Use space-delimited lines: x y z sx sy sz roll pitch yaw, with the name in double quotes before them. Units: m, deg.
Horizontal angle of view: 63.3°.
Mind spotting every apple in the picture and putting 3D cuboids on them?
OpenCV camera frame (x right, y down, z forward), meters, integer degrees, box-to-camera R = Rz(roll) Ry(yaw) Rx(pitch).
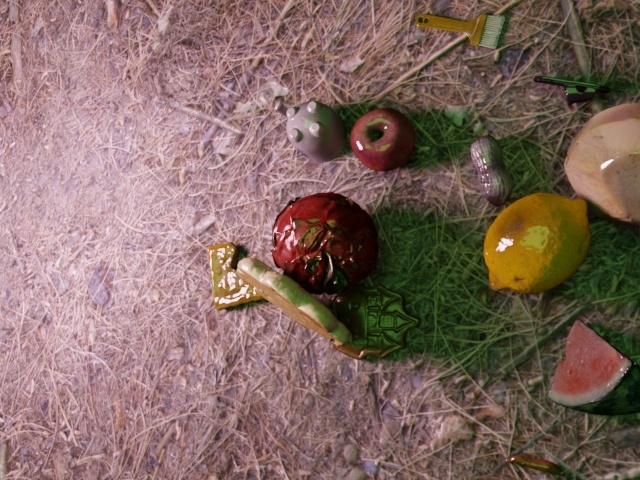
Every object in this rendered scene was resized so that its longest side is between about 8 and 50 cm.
"apple" 0.152 -0.239 1.247 0.153 0.120 0.153 -4 76 16

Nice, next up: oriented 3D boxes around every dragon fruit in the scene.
"dragon fruit" 0.000 0.000 1.207 0.299 0.244 0.244 28 93 38

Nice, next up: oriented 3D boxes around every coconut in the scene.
"coconut" 0.615 -0.149 1.006 0.259 0.259 0.259 -3 81 20

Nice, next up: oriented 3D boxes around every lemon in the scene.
"lemon" 0.442 0.009 1.067 0.188 0.188 0.256 46 103 20

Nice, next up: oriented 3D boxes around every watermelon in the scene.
"watermelon" 0.537 0.260 1.019 0.136 0.207 0.202 -29 54 -13

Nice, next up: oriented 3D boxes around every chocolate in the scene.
"chocolate" 0.387 -0.159 1.174 0.072 0.072 0.167 -15 75 18

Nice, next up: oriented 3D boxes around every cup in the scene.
"cup" -0.025 -0.297 1.308 0.134 0.142 0.173 -27 74 16

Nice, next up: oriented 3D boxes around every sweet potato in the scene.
"sweet potato" 0.448 0.467 1.087 0.115 0.026 0.026 7 85 24

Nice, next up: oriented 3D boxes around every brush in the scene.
"brush" 0.336 -0.527 1.278 0.218 0.010 0.082 19 90 23

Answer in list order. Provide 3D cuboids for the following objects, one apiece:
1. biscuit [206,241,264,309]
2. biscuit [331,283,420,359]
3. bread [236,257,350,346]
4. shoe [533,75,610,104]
"biscuit" -0.219 0.084 1.381 0.174 0.039 0.183 -18 77 18
"biscuit" 0.129 0.192 1.238 0.215 0.034 0.182 -4 81 20
"bread" -0.061 0.138 1.180 0.316 0.316 0.054 32 77 21
"shoe" 0.547 -0.327 1.147 0.159 0.062 0.053 20 103 21
